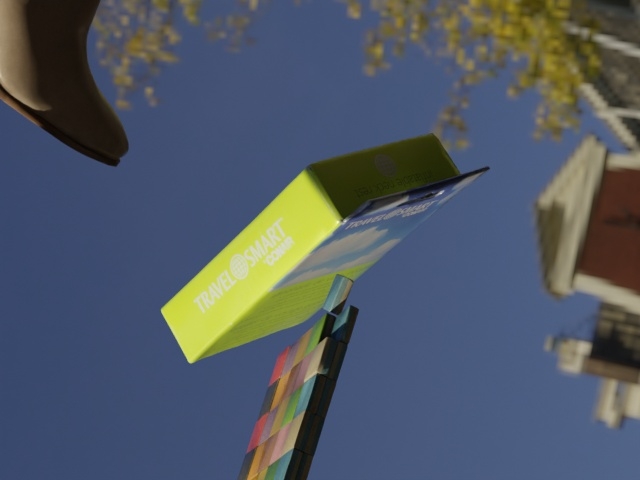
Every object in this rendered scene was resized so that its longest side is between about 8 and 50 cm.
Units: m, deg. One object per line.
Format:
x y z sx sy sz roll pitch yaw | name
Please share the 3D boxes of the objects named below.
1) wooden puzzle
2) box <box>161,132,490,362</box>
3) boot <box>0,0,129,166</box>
-0.008 0.045 0.439 0.049 0.006 0.083 134 156 -62 | wooden puzzle
0.000 0.000 0.979 0.109 0.178 0.042 -18 -108 -46 | box
-0.082 -0.086 0.556 0.087 0.042 0.118 -50 -51 6 | boot
